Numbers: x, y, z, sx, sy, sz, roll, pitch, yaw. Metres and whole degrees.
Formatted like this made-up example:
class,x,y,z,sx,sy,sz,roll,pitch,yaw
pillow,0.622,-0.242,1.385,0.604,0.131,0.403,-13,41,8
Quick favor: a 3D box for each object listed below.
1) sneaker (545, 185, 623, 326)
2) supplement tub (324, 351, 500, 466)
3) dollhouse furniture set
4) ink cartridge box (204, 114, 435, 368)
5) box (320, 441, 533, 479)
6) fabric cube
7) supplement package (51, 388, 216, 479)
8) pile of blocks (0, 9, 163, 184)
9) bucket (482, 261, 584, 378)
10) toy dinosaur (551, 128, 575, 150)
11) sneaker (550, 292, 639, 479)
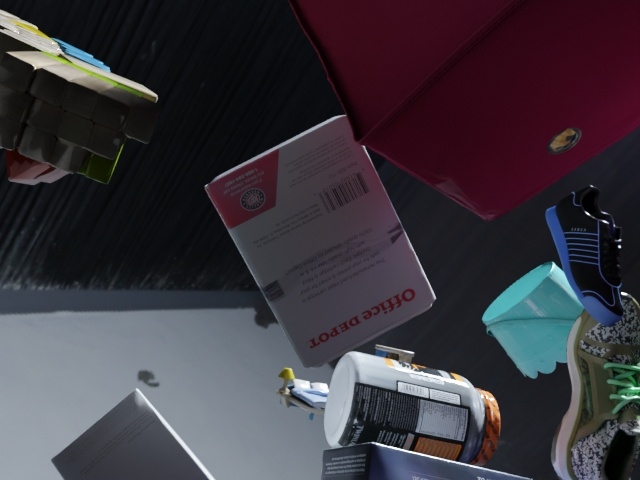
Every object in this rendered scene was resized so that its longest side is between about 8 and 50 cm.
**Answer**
class,x,y,z,sx,sy,sz,roll,pitch,yaw
sneaker,0.443,0.018,0.927,0.081,0.090,0.232,10,53,-32
supplement tub,0.181,0.347,1.154,0.315,0.194,0.194,15,24,-11
dollhouse furniture set,0.076,0.348,1.418,0.303,0.198,0.286,14,-9,-20
ink cartridge box,0.000,0.000,0.796,0.283,0.207,0.117,63,-2,-12
box,0.149,0.481,0.846,0.296,0.183,0.294,18,62,-18
fabric cube,0.162,-0.216,0.588,0.258,0.254,0.259,21,40,-46
supplement package,-0.272,0.434,0.965,0.293,0.175,0.178,38,-25,26
pile of blocks,-0.255,-0.122,0.535,0.149,0.113,0.362,15,17,-43
bucket,0.571,0.201,1.499,0.183,0.281,0.281,48,21,6
toy dinosaur,0.548,-0.259,1.305,0.211,0.112,0.064,69,13,-47
sneaker,0.573,0.307,1.098,0.158,0.411,0.182,6,3,-8
